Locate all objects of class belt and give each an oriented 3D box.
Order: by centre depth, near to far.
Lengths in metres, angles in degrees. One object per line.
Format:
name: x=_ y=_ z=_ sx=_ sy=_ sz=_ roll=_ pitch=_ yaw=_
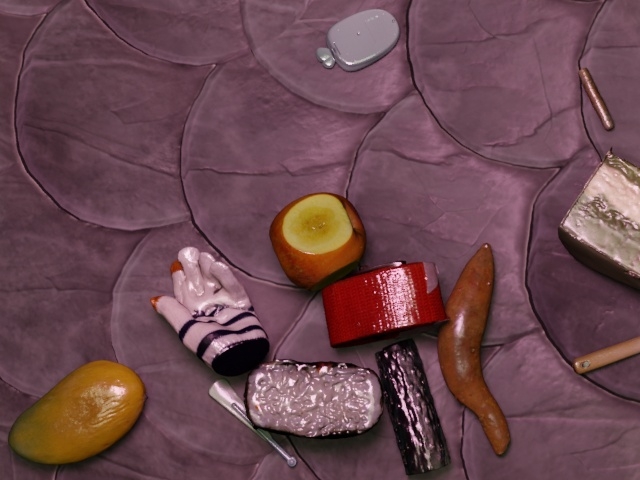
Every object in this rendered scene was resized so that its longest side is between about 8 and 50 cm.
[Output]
belt: x=0.100 y=0.096 z=1.658 sx=0.201 sy=0.128 sz=0.124 roll=-15 pitch=78 yaw=21

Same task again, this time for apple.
apple: x=-0.003 y=-0.005 z=1.671 sx=0.147 sy=0.163 sz=0.146 roll=-28 pitch=76 yaw=4

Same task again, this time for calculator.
calculator: x=0.065 y=-0.347 z=1.797 sx=0.153 sy=0.021 sz=0.095 roll=-27 pitch=79 yaw=-4

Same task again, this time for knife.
knife: x=0.552 y=0.167 z=1.678 sx=0.298 sy=0.017 sz=0.047 roll=-19 pitch=82 yaw=-3

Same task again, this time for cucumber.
cucumber: x=0.146 y=0.267 z=1.667 sx=0.078 sy=0.062 sz=0.211 roll=-16 pitch=80 yaw=2

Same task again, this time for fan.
fan: x=-0.109 y=0.301 z=1.703 sx=0.193 sy=0.016 sz=0.038 roll=42 pitch=84 yaw=10

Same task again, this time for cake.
cake: x=0.527 y=0.008 z=1.620 sx=0.283 sy=0.172 sz=0.158 roll=34 pitch=86 yaw=13

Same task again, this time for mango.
mango: x=-0.393 y=0.292 z=1.690 sx=0.237 sy=0.091 sz=0.137 roll=-40 pitch=75 yaw=2

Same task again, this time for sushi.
sushi: x=-0.011 y=0.254 z=1.648 sx=0.225 sy=0.127 sz=0.124 roll=1 pitch=80 yaw=-4

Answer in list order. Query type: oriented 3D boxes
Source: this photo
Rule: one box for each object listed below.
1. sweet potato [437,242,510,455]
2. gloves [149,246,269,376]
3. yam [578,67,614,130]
sweet potato: x=0.244 y=0.175 z=1.669 sx=0.108 sy=0.079 sz=0.346 roll=-3 pitch=83 yaw=-9
gloves: x=-0.180 y=0.116 z=1.698 sx=0.140 sy=0.131 sz=0.218 roll=-38 pitch=49 yaw=-1
yam: x=0.467 y=-0.239 z=1.750 sx=0.021 sy=0.021 sz=0.116 roll=-22 pitch=80 yaw=0
